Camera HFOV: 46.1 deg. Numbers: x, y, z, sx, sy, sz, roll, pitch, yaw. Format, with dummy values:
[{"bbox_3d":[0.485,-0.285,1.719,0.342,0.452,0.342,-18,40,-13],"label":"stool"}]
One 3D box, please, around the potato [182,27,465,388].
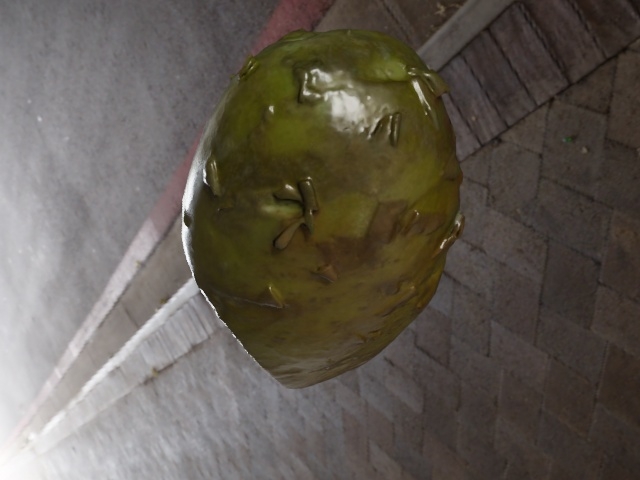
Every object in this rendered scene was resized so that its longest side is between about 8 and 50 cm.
[{"bbox_3d":[0.000,0.000,0.495,0.141,0.176,0.298,-93,4,-46],"label":"potato"}]
